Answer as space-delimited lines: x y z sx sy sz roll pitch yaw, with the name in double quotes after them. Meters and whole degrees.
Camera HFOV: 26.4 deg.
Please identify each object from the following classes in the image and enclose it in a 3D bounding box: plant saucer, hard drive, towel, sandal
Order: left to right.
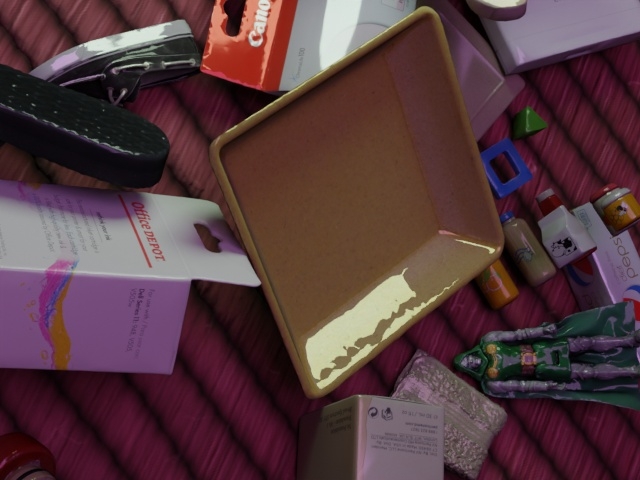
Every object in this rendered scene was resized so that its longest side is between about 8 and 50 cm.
-0.380 -0.130 1.407 0.446 0.167 0.107 22 111 -3 "sandal"
0.034 -0.047 1.523 0.333 0.081 0.332 -35 120 -27 "plant saucer"
0.148 0.209 1.629 0.148 0.027 0.110 37 66 -11 "towel"
0.272 -0.404 1.811 0.233 0.047 0.353 -18 79 -27 "hard drive"

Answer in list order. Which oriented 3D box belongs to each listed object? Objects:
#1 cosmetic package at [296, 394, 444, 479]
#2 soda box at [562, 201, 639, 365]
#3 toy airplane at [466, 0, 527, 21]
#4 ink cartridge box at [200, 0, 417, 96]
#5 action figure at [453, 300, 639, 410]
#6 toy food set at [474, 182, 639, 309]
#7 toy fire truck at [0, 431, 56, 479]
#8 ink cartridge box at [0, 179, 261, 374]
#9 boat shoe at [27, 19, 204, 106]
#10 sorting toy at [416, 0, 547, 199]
0.049 0.335 1.472 0.113 0.160 0.309 12 69 -22 "cosmetic package"
0.369 0.057 1.739 0.069 0.074 0.216 -20 86 -27 "soda box"
0.165 -0.444 1.643 0.386 0.384 0.272 -60 147 -15 "toy airplane"
-0.007 -0.252 1.612 0.232 0.066 0.189 18 70 -21 "ink cartridge box"
0.276 0.145 1.658 0.232 0.063 0.137 -3 75 -3 "action figure"
0.283 -0.020 1.655 0.111 0.232 0.104 -20 75 -50 "toy food set"
-0.326 0.327 1.288 0.302 0.169 0.254 21 97 -59 "toy fire truck"
-0.260 0.035 1.384 0.354 0.207 0.119 5 116 -22 "ink cartridge box"
-0.230 -0.188 1.537 0.219 0.078 0.070 -23 85 -29 "boat shoe"
0.144 -0.203 1.725 0.347 0.047 0.196 45 60 -7 "sorting toy"
